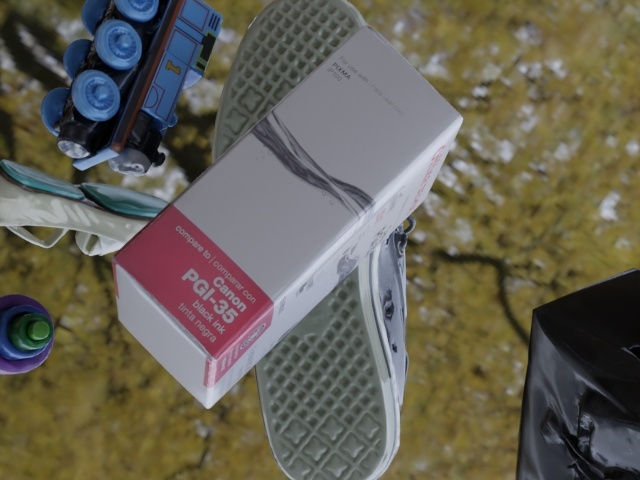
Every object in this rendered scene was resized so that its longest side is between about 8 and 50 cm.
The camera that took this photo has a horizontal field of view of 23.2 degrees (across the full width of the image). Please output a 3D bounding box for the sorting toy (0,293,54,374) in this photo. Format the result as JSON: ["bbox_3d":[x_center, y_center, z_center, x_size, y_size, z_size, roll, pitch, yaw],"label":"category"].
[{"bbox_3d":[-0.368,0.059,1.175,0.126,0.366,0.127,-14,-108,62],"label":"sorting toy"}]

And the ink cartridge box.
[{"bbox_3d":[-0.029,-0.015,1.270,0.283,0.117,0.207,-44,171,-15],"label":"ink cartridge box"}]

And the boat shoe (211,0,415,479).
[{"bbox_3d":[0.000,0.000,1.579,0.187,0.156,0.500,-5,-87,10],"label":"boat shoe"}]

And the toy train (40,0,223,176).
[{"bbox_3d":[-0.154,-0.136,1.274,0.080,0.105,0.184,-19,-134,51],"label":"toy train"}]

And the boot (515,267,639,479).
[{"bbox_3d":[0.272,0.285,1.078,0.367,0.146,0.445,33,-48,32],"label":"boot"}]

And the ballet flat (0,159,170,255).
[{"bbox_3d":[-0.263,-0.026,1.671,0.086,0.248,0.086,-16,-113,44],"label":"ballet flat"}]
